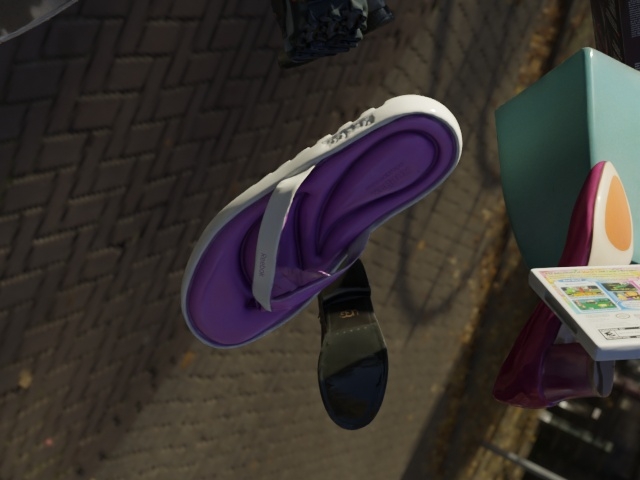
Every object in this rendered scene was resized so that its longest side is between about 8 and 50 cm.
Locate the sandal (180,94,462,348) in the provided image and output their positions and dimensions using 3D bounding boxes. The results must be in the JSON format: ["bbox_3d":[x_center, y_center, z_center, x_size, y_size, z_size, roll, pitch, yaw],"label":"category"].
[{"bbox_3d":[-0.012,-0.008,1.495,0.416,0.169,0.102,-44,-150,21],"label":"sandal"}]

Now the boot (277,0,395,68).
[{"bbox_3d":[0.000,-0.379,2.063,0.083,0.246,0.161,-33,98,-46],"label":"boot"}]

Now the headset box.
[{"bbox_3d":[0.446,-0.290,1.796,0.218,0.110,0.293,-96,171,-53],"label":"headset box"}]

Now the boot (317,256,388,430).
[{"bbox_3d":[0.041,0.149,1.775,0.229,0.091,0.263,86,0,-69],"label":"boot"}]

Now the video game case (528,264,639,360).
[{"bbox_3d":[0.277,0.059,1.113,0.143,0.157,0.019,-120,-149,-62],"label":"video game case"}]

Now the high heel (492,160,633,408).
[{"bbox_3d":[0.226,0.041,1.229,0.082,0.117,0.244,27,63,-44],"label":"high heel"}]

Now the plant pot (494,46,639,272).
[{"bbox_3d":[0.312,-0.058,1.483,0.165,0.166,0.234,-35,-136,49],"label":"plant pot"}]

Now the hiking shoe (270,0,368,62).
[{"bbox_3d":[-0.001,-0.295,1.215,0.113,0.132,0.304,-17,158,-25],"label":"hiking shoe"}]

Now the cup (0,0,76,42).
[{"bbox_3d":[-0.302,-0.389,1.337,0.331,0.237,0.331,-37,-175,4],"label":"cup"}]
